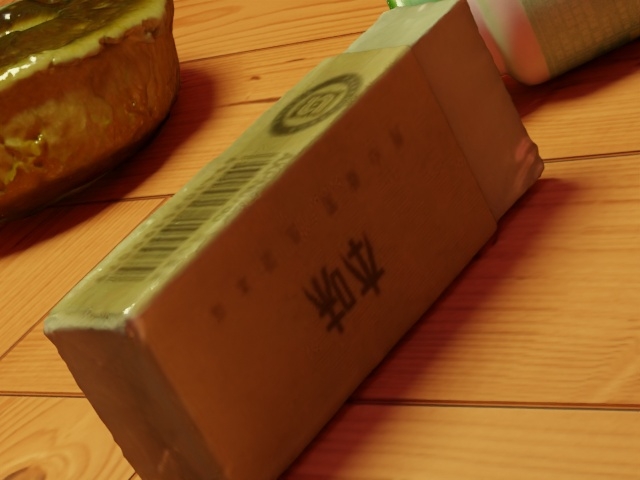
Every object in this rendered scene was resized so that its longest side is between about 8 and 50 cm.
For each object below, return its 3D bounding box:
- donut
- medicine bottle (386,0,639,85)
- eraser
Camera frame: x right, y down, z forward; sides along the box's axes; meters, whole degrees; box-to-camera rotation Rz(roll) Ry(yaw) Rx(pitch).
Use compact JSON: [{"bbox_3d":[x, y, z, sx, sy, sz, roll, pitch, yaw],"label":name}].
[{"bbox_3d":[-0.260,-0.117,1.563,0.330,0.160,0.330,-15,18,5],"label":"donut"},{"bbox_3d":[0.185,-0.196,1.256,0.274,0.133,0.133,-25,24,4],"label":"medicine bottle"},{"bbox_3d":[0.000,0.000,1.041,0.078,0.144,0.343,-3,34,47],"label":"eraser"}]
